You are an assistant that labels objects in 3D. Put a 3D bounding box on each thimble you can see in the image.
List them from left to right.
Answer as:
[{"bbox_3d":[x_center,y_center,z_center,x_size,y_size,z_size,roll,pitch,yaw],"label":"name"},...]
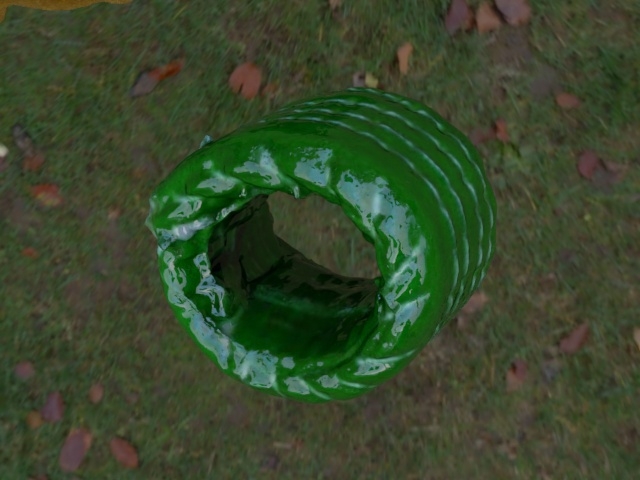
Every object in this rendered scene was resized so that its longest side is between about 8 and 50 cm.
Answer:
[{"bbox_3d":[0.000,0.000,0.499,0.130,0.090,0.118,17,122,24],"label":"thimble"}]

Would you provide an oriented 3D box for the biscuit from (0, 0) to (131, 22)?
[{"bbox_3d":[-0.262,-0.236,1.004,0.249,0.184,0.035,-4,67,-5],"label":"biscuit"}]
